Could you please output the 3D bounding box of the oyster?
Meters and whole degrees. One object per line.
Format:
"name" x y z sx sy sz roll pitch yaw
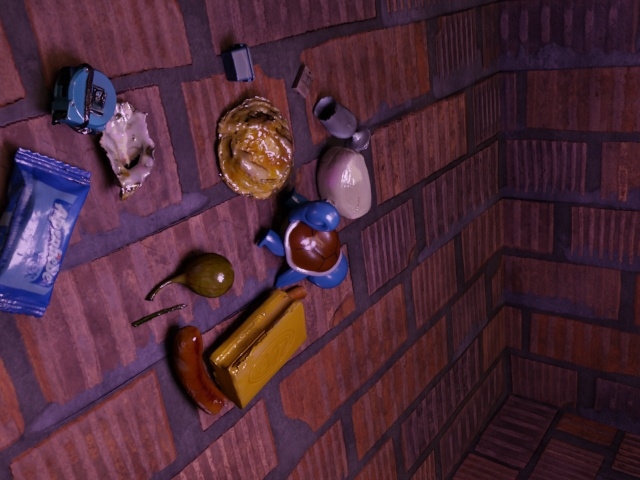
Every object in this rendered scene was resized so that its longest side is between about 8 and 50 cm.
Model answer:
"oyster" -0.440 -0.208 1.357 0.133 0.072 0.209 -29 100 -38

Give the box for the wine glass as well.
"wine glass" 0.072 -0.378 1.940 0.222 0.103 0.103 30 75 -50

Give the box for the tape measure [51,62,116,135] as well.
"tape measure" -0.495 -0.296 1.249 0.125 0.081 0.146 8 89 -63

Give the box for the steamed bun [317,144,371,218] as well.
"steamed bun" 0.066 -0.181 1.933 0.152 0.170 0.239 -28 121 -23

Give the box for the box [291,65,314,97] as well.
"box" -0.052 -0.486 1.816 0.053 0.024 0.083 36 71 -50

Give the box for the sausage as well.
"sausage" -0.332 0.356 1.593 0.103 0.076 0.302 -19 121 -6

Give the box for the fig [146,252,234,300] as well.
"fig" -0.341 0.107 1.542 0.236 0.124 0.124 -15 111 -25

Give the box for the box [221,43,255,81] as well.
"box" -0.220 -0.466 1.572 0.054 0.074 0.099 -28 119 -34

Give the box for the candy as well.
"candy" -0.585 -0.013 1.206 0.187 0.077 0.331 28 76 -58

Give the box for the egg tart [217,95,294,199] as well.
"egg tart" -0.159 -0.253 1.659 0.297 0.132 0.297 -10 104 -45

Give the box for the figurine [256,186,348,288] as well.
"figurine" -0.038 -0.013 1.821 0.416 0.243 0.298 79 29 -56

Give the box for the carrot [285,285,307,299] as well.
"carrot" -0.105 0.184 1.887 0.139 0.048 0.048 -20 113 -46

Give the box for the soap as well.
"soap" -0.175 0.317 1.746 0.324 0.096 0.204 -44 144 -35

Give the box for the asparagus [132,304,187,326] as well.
"asparagus" -0.410 0.189 1.521 0.163 0.016 0.016 -20 87 -49
